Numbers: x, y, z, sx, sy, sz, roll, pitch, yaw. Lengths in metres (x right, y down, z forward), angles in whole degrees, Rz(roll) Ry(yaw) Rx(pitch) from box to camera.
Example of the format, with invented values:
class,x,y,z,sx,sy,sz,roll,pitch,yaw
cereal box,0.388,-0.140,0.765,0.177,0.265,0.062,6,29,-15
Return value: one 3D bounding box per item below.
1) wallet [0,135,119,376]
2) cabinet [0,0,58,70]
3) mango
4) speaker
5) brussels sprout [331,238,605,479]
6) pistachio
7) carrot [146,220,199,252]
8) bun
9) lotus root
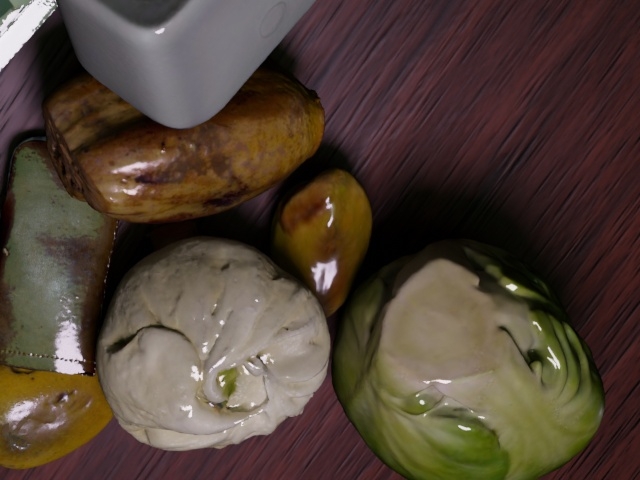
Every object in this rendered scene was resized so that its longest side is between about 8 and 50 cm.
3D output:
class,x,y,z,sx,sy,sz,roll,pitch,yaw
wallet,-0.292,0.015,1.411,0.137,0.031,0.255,10,92,-15
cabinet,-0.364,-0.271,1.241,0.206,0.150,0.145,40,96,-26
mango,-0.313,0.183,1.468,0.195,0.098,0.137,-23,112,-12
speaker,-0.073,-0.317,1.207,0.183,0.184,0.406,36,78,12
brussels sprout,0.157,0.142,1.468,0.281,0.289,0.354,-30,156,2
pistachio,0.003,-0.002,1.486,0.110,0.100,0.189,-10,118,-34
carrot,-0.139,0.087,1.496,0.067,0.067,0.225,-21,113,-7
bun,-0.115,0.119,1.394,0.259,0.160,0.259,-3,107,-10
lotus root,-0.140,-0.108,1.350,0.291,0.193,0.193,-15,115,-24
